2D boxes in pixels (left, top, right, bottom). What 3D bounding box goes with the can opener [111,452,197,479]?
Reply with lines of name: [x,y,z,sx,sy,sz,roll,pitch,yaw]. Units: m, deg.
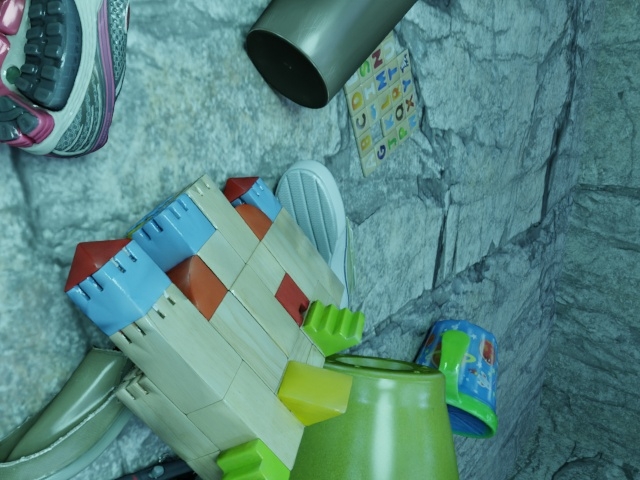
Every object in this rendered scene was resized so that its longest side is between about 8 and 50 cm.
can opener: [-0.228,0.308,0.591,0.186,0.073,0.059,9,103,-43]

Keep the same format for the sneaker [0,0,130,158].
sneaker: [-0.212,-0.219,0.405,0.112,0.120,0.300,16,89,-81]

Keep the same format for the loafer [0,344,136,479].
loafer: [-0.237,0.152,0.510,0.251,0.094,0.088,-41,123,-49]

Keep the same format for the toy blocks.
toy blocks: [-0.106,0.054,0.527,0.261,0.190,0.381,53,27,-17]

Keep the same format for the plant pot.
plant pot: [0.074,0.376,0.792,0.366,0.366,0.354,17,77,-52]

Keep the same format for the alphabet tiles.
alphabet tiles: [0.110,-0.264,0.860,0.198,0.009,0.237,-45,134,-33]

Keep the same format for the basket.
basket: [0.022,-0.296,0.617,0.154,0.204,0.227,37,76,-8]

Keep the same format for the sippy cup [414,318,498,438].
sippy cup: [0.326,0.323,1.174,0.239,0.305,0.224,30,60,-7]

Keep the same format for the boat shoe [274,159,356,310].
boat shoe: [0.000,0.000,0.753,0.094,0.109,0.303,-58,151,-44]
